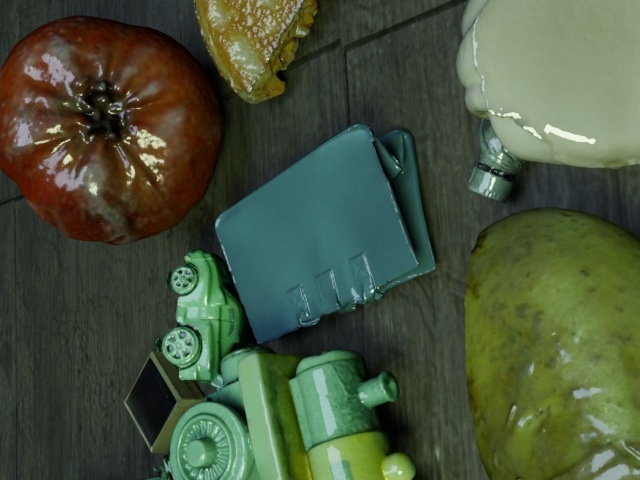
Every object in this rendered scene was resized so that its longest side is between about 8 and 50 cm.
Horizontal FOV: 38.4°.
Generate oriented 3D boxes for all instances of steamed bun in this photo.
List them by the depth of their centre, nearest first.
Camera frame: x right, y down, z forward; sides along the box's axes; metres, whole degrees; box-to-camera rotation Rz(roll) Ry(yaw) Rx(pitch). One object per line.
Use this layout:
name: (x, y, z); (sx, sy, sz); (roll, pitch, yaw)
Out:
steamed bun: (0.180, -0.132, 0.600); (0.183, 0.106, 0.182); (1, 97, 9)

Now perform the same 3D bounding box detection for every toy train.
toy train: (0.009, 0.241, 0.729); (0.237, 0.150, 0.368); (-28, 65, 31)
toy train: (-0.106, 0.086, 0.907); (0.081, 0.099, 0.149); (2, 78, 13)

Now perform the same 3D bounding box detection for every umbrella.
umbrella: (0.159, -0.120, 0.687); (0.050, 0.046, 0.188); (48, 123, 59)

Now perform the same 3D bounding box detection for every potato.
potato: (0.179, 0.108, 0.571); (0.176, 0.141, 0.298); (-36, 52, 29)

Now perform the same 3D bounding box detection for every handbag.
handbag: (0.000, 0.000, 0.828); (0.221, 0.057, 0.144); (-27, 70, 41)

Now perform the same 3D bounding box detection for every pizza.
pizza: (-0.037, -0.245, 0.896); (0.199, 0.062, 0.188); (-23, 81, 36)

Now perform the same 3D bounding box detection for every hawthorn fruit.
hawthorn fruit: (-0.228, -0.108, 0.985); (0.272, 0.242, 0.241); (161, 112, -76)

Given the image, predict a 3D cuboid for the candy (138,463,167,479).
candy: (-0.156, 0.248, 0.958); (0.262, 0.073, 0.077); (-28, 92, 48)

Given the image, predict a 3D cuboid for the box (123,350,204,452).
box: (-0.171, 0.175, 0.993); (0.079, 0.035, 0.083); (48, 118, 38)
